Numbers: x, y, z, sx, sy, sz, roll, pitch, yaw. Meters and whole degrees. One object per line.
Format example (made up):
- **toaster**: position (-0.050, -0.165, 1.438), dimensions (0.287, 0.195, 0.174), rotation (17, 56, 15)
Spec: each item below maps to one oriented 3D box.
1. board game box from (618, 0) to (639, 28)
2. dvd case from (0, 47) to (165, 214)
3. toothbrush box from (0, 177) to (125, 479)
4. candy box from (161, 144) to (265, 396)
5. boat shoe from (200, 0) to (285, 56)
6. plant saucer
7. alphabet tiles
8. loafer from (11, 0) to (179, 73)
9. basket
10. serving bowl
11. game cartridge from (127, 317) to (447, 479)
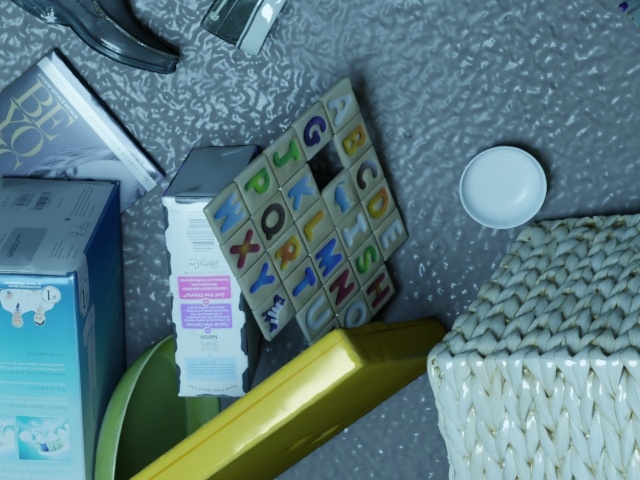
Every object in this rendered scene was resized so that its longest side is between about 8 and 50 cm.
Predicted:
- **board game box**: position (0.419, -0.150, 1.172), dimensions (0.275, 0.142, 0.144), rotation (43, 106, -11)
- **dvd case**: position (-0.289, -0.060, 1.308), dimensions (0.221, 0.018, 0.164), rotation (-36, 104, 14)
- **toothbrush box**: position (-0.263, 0.115, 1.253), dimensions (0.126, 0.216, 0.295), rotation (1, 116, 2)
- **candy box**: position (-0.095, 0.026, 1.250), dimensions (0.070, 0.165, 0.196), rotation (-1, 109, 5)
- **boat shoe**: position (-0.042, -0.274, 1.188), dimensions (0.070, 0.078, 0.219), rotation (25, 111, -7)
- **plant saucer**: position (-0.161, 0.208, 1.288), dimensions (0.037, 0.241, 0.241), rotation (3, 110, 18)
- **alphabet tiles**: position (0.000, 0.000, 1.223), dimensions (0.009, 0.198, 0.237), rotation (16, 141, 41)
- **loafer**: position (-0.203, -0.212, 1.228), dimensions (0.170, 0.062, 0.061), rotation (28, 104, -8)
- **basket**: position (0.286, 0.165, 1.165), dimensions (0.266, 0.328, 0.331), rotation (-1, 113, 29)
- **serving bowl**: position (0.176, -0.055, 1.280), dimensions (0.083, 0.027, 0.083), rotation (1, 110, 3)
- **game cartridge**: position (-0.033, 0.167, 1.223), dimensions (0.285, 0.324, 0.052), rotation (-37, 76, 14)
